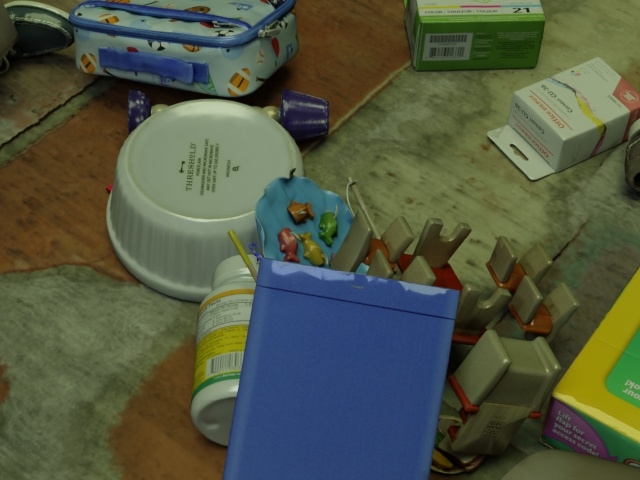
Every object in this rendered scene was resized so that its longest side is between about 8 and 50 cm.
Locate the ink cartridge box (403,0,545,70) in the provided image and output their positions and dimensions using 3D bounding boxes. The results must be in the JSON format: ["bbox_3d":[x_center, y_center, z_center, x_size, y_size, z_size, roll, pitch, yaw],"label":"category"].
[{"bbox_3d":[0.223,-0.379,1.891,0.188,0.097,0.255,-2,49,-5],"label":"ink cartridge box"}]

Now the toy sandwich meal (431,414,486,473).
[{"bbox_3d":[0.146,0.227,1.392,0.085,0.029,0.086,1,48,-2],"label":"toy sandwich meal"}]

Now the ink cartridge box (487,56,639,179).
[{"bbox_3d":[0.345,-0.171,1.731,0.198,0.067,0.115,-25,54,-22],"label":"ink cartridge box"}]

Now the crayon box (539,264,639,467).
[{"bbox_3d":[0.484,0.184,1.397,0.363,0.106,0.313,28,54,21],"label":"crayon box"}]

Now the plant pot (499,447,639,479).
[{"bbox_3d":[0.293,0.338,1.149,0.323,0.323,0.280,-34,41,-28],"label":"plant pot"}]

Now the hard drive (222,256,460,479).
[{"bbox_3d":[0.015,0.191,1.279,0.210,0.040,0.319,10,89,6],"label":"hard drive"}]

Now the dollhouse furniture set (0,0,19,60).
[{"bbox_3d":[-0.594,-0.225,1.555,0.362,0.256,0.394,27,66,20],"label":"dollhouse furniture set"}]

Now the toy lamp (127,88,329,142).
[{"bbox_3d":[-0.125,-0.170,1.703,0.274,0.080,0.080,-1,48,-1],"label":"toy lamp"}]

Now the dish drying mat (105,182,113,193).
[{"bbox_3d":[-0.249,-0.083,1.664,0.032,0.008,0.083,34,54,23],"label":"dish drying mat"}]

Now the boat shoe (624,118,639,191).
[{"bbox_3d":[0.570,-0.090,1.642,0.324,0.117,0.097,10,53,12],"label":"boat shoe"}]

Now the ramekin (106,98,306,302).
[{"bbox_3d":[-0.138,-0.063,1.568,0.272,0.127,0.273,3,50,-3],"label":"ramekin"}]

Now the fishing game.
[{"bbox_3d":[0.000,0.000,1.473,0.264,0.041,0.189,-21,83,-52],"label":"fishing game"}]

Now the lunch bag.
[{"bbox_3d":[-0.186,-0.293,1.739,0.303,0.115,0.243,10,30,21],"label":"lunch bag"}]

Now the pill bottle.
[{"bbox_3d":[-0.086,0.121,1.417,0.117,0.118,0.208,1,49,-2],"label":"pill bottle"}]

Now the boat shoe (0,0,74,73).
[{"bbox_3d":[-0.478,-0.295,1.784,0.254,0.095,0.079,5,47,4],"label":"boat shoe"}]

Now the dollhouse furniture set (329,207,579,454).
[{"bbox_3d":[0.159,0.101,1.409,0.262,0.135,0.259,10,35,-28],"label":"dollhouse furniture set"}]
